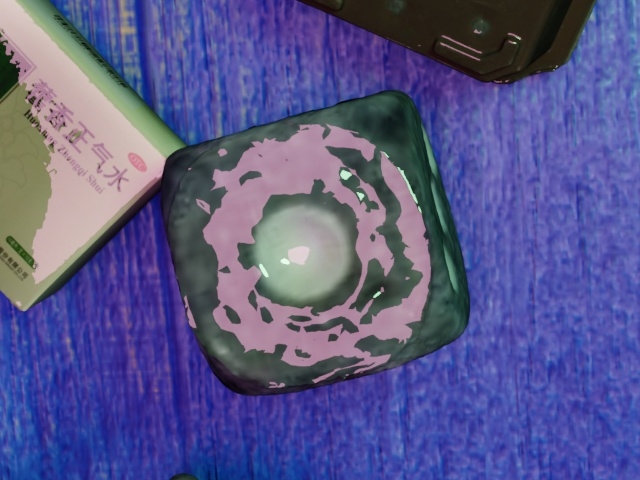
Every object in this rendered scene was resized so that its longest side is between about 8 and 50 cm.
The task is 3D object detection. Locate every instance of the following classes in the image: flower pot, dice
[{"bbox_3d":[0.072,-0.202,0.975,0.250,0.084,0.179,24,125,4],"label":"flower pot"},{"bbox_3d":[0.000,0.000,0.996,0.181,0.183,0.182,-13,95,11],"label":"dice"}]

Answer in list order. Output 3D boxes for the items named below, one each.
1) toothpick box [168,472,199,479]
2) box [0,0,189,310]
[{"bbox_3d":[-0.069,0.334,1.047,0.229,0.229,0.316,-4,95,8],"label":"toothpick box"},{"bbox_3d":[-0.226,-0.082,1.060,0.168,0.095,0.212,-44,91,8],"label":"box"}]
